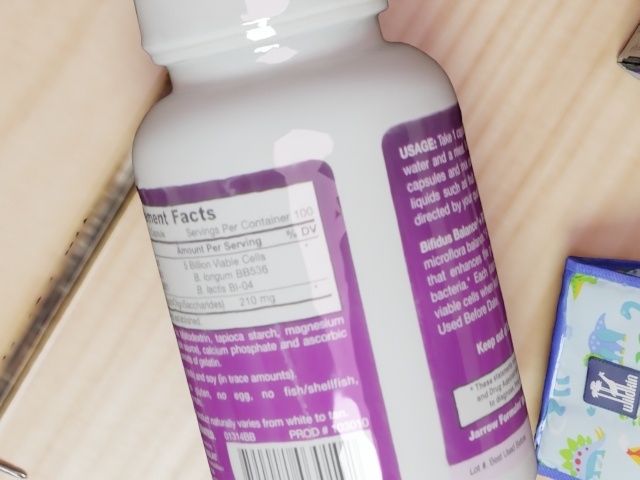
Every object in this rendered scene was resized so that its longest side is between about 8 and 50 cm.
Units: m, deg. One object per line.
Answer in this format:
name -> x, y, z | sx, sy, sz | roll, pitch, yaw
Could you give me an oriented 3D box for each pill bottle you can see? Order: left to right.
pill bottle -> 0.000, 0.000, 0.786 | 0.169, 0.169, 0.301 | -13, 98, -2

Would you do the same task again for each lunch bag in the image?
lunch bag -> 0.200, 0.081, 0.850 | 0.151, 0.096, 0.129 | 10, 100, 10

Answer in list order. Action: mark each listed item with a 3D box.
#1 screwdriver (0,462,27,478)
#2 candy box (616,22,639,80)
screwdriver -> -0.244, 0.102, 0.861 | 0.170, 0.024, 0.025 | 29, 124, -13
candy box -> 0.293, -0.150, 0.832 | 0.159, 0.071, 0.233 | 31, 95, -7
